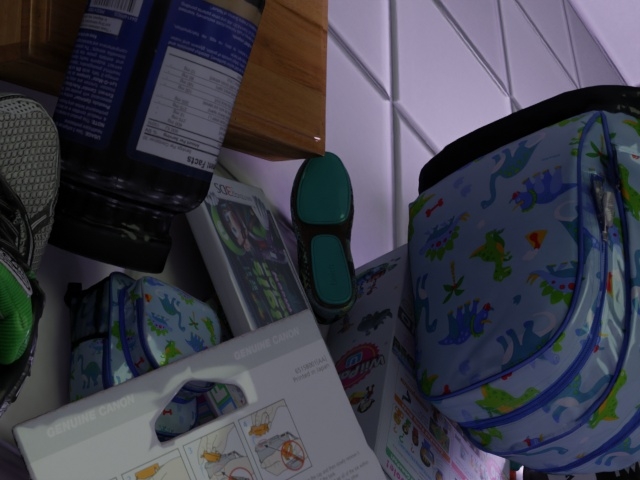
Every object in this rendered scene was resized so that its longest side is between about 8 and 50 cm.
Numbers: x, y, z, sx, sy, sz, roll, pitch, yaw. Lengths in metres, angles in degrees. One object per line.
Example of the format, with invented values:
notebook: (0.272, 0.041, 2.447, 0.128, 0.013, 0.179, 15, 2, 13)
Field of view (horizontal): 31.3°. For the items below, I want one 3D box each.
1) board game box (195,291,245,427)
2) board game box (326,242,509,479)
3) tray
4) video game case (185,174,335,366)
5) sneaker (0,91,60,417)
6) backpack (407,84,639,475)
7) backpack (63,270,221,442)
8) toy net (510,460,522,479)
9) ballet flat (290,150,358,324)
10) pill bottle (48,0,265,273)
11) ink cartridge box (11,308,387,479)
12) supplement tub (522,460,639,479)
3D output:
board game box: (-0.072, 0.125, 0.939, 0.154, 0.026, 0.103, 63, 27, -5)
board game box: (0.093, 0.185, 1.116, 0.224, 0.097, 0.303, 51, 28, -24)
tray: (-0.124, -0.205, 1.003, 0.411, 0.076, 0.203, 12, 77, -58)
video game case: (-0.055, 0.032, 1.011, 0.190, 0.022, 0.173, 68, 16, 11)
sneaker: (-0.202, 0.029, 0.649, 0.134, 0.146, 0.343, 47, 31, -32)
backpack: (0.214, 0.046, 1.082, 0.273, 0.290, 0.355, 17, 59, -47)
backpack: (-0.125, 0.087, 0.811, 0.105, 0.084, 0.114, 33, 44, -42)
toy net: (0.232, 0.221, 1.273, 0.122, 0.045, 0.232, 24, 70, -80)
ballet flat: (0.000, 0.000, 1.148, 0.070, 0.070, 0.188, 37, 42, -43)
pill bottle: (-0.127, -0.093, 0.822, 0.123, 0.123, 0.219, 14, 94, -57)
ink cartridge box: (-0.064, 0.198, 0.775, 0.275, 0.060, 0.239, -18, 81, -46)
supplement tub: (0.365, 0.348, 1.349, 0.207, 0.207, 0.338, 17, 53, -57)
